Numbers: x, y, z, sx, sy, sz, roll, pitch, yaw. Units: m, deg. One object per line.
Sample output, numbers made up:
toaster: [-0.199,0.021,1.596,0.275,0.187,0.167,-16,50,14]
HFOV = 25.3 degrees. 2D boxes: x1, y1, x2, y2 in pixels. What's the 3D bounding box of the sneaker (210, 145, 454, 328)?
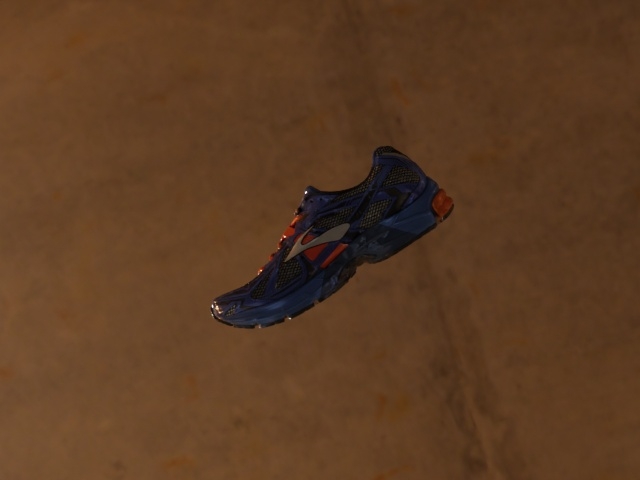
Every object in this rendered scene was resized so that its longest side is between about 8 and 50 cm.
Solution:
sneaker: [0.000,0.000,1.185,0.221,0.083,0.087,-33,-92,5]
